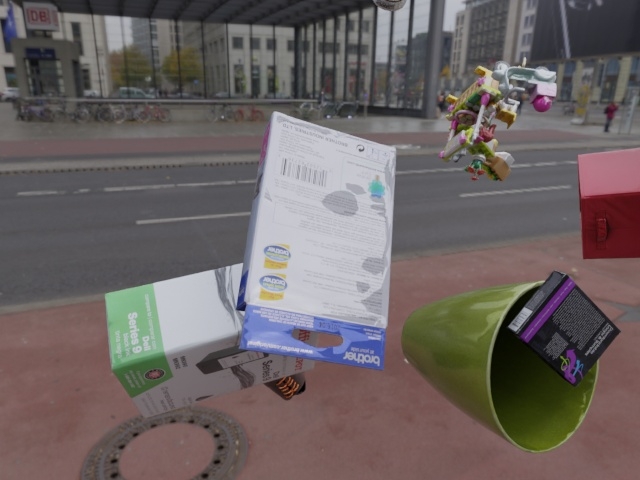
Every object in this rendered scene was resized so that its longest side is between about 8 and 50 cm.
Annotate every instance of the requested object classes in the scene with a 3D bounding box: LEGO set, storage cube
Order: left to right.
[{"bbox_3d":[0.237,-0.142,0.709,0.132,0.107,0.287,16,-15,13],"label":"LEGO set"},{"bbox_3d":[0.696,-0.083,1.082,0.193,0.183,0.215,-3,37,27],"label":"storage cube"}]

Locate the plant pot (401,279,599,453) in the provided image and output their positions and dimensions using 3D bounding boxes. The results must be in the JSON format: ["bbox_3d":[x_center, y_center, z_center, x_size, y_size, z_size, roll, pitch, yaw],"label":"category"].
[{"bbox_3d":[0.296,0.203,0.892,0.275,0.274,0.293,-9,4,-28],"label":"plant pot"}]

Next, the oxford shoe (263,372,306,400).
[{"bbox_3d":[-0.076,0.269,0.977,0.097,0.098,0.271,-38,-20,-2],"label":"oxford shoe"}]

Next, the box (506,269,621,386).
[{"bbox_3d":[0.376,0.138,0.733,0.162,0.116,0.029,40,0,-19],"label":"box"}]

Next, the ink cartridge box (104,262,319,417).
[{"bbox_3d":[-0.153,0.147,0.740,0.289,0.211,0.121,-13,55,-15],"label":"ink cartridge box"}]

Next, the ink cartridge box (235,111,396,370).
[{"bbox_3d":[0.000,0.000,0.616,0.186,0.311,0.065,13,-24,-18],"label":"ink cartridge box"}]

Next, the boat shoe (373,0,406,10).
[{"bbox_3d":[0.142,-0.487,0.818,0.078,0.070,0.219,14,60,-1],"label":"boat shoe"}]
